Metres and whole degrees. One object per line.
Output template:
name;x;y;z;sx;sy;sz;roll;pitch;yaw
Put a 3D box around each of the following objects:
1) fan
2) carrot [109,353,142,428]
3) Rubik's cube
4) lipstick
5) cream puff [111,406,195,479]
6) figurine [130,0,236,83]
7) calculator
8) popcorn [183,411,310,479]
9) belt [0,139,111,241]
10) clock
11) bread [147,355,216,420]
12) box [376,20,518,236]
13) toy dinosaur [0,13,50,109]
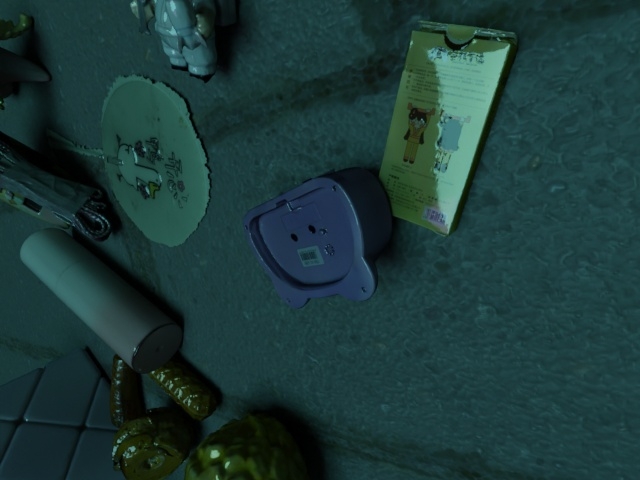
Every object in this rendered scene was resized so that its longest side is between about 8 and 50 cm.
fan;-0.305;-0.119;0.594;0.415;0.012;0.232;15;114;32
carrot;-0.366;0.280;0.758;0.055;0.055;0.161;20;115;30
Rubik's cube;-0.564;0.472;0.799;0.318;0.322;0.316;47;129;13
lipstick;-0.366;0.087;0.664;0.327;0.087;0.087;30;122;25
cream puff;-0.272;0.333;0.671;0.104;0.120;0.133;54;175;45
figurine;-0.120;-0.261;0.351;0.137;0.112;0.228;34;137;32
calculator;-0.509;-0.114;0.663;0.237;0.033;0.157;35;135;-25
popcorn;-0.089;0.306;0.502;0.180;0.170;0.179;-29;49;39
belt;-0.421;-0.080;0.611;0.232;0.071;0.053;34;140;-19
clock;0.000;0.000;0.374;0.153;0.050;0.109;-17;99;49
bread;-0.222;0.221;0.634;0.157;0.044;0.052;29;126;26
box;0.089;-0.082;0.312;0.073;0.020;0.149;26;120;28
toy dinosaur;-0.523;-0.254;0.637;0.194;0.177;0.152;-12;95;9
